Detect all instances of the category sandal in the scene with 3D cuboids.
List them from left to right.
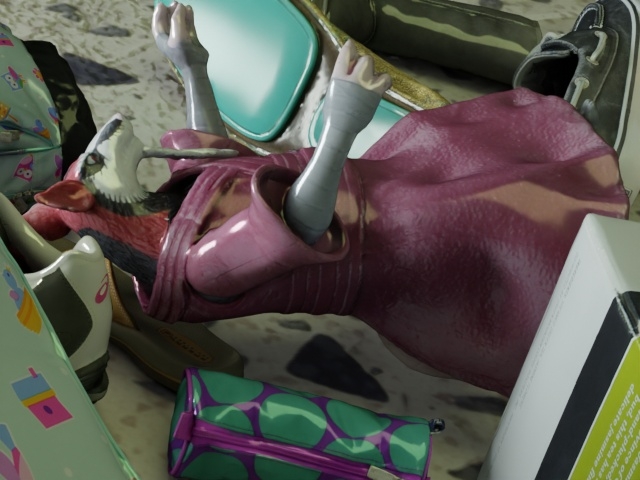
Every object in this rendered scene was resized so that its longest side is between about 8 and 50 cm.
[{"bbox_3d":[-0.119,0.034,1.200,0.180,0.049,0.072,30,31,20],"label":"sandal"}]

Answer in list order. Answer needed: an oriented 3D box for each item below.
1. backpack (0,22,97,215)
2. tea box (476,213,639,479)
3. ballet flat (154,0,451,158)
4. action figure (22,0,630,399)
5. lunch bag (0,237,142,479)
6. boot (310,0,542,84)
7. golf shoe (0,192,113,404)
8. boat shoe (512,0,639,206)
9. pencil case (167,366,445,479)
[{"bbox_3d":[-0.244,-0.076,1.254,0.182,0.115,0.152,-3,38,-28],"label":"backpack"},{"bbox_3d":[0.282,0.180,0.996,0.329,0.220,0.323,9,32,-15],"label":"tea box"},{"bbox_3d":[0.013,-0.097,1.453,0.123,0.123,0.348,-15,42,-44],"label":"ballet flat"},{"bbox_3d":[0.000,0.000,1.191,0.370,0.276,0.248,-2,15,-13],"label":"action figure"},{"bbox_3d":[-0.215,0.101,0.868,0.262,0.160,0.223,-17,67,-39],"label":"lunch bag"},{"bbox_3d":[0.083,-0.168,1.650,0.208,0.076,0.190,23,31,-5],"label":"boot"},{"bbox_3d":[-0.233,0.003,1.123,0.272,0.120,0.105,24,31,14],"label":"golf shoe"},{"bbox_3d":[0.206,-0.124,1.580,0.102,0.108,0.301,27,38,-9],"label":"boat shoe"},{"bbox_3d":[-0.010,0.116,1.104,0.151,0.065,0.070,13,5,-8],"label":"pencil case"}]
